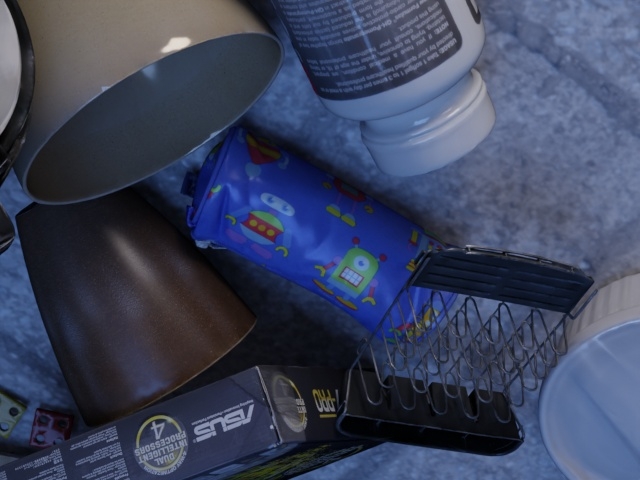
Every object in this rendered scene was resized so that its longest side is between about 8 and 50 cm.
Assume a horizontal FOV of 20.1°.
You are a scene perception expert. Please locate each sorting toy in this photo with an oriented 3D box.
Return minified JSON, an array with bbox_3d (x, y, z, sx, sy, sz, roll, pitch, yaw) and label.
[{"bbox_3d":[-0.371,0.306,2.162,0.132,0.046,0.274,10,103,0],"label":"sorting toy"}]

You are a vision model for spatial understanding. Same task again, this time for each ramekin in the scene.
[{"bbox_3d":[0.369,0.154,1.925,0.273,0.127,0.273,3,122,5],"label":"ramekin"}]

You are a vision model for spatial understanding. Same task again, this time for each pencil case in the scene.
[{"bbox_3d":[0.000,0.000,1.886,0.306,0.119,0.133,28,100,-9],"label":"pencil case"}]

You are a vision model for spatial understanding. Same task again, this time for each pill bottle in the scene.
[{"bbox_3d":[0.050,-0.225,1.705,0.176,0.176,0.318,-18,117,18],"label":"pill bottle"}]

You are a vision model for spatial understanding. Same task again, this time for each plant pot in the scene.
[{"bbox_3d":[-0.219,0.044,1.915,0.215,0.215,0.230,-28,100,23],"label":"plant pot"},{"bbox_3d":[-0.204,-0.191,1.737,0.284,0.284,0.191,-38,76,27],"label":"plant pot"}]

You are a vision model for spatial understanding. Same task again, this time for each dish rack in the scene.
[{"bbox_3d":[0.150,0.110,1.821,0.208,0.074,0.271,9,139,-20],"label":"dish rack"}]

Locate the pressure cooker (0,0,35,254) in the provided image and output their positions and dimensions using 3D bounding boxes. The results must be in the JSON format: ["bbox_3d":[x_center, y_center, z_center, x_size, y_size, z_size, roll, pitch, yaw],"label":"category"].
[{"bbox_3d":[-0.453,-0.118,1.574,0.370,0.375,0.420,17,143,-23],"label":"pressure cooker"}]

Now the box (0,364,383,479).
[{"bbox_3d":[-0.152,0.239,1.959,0.395,0.318,0.097,-23,75,20],"label":"box"}]
